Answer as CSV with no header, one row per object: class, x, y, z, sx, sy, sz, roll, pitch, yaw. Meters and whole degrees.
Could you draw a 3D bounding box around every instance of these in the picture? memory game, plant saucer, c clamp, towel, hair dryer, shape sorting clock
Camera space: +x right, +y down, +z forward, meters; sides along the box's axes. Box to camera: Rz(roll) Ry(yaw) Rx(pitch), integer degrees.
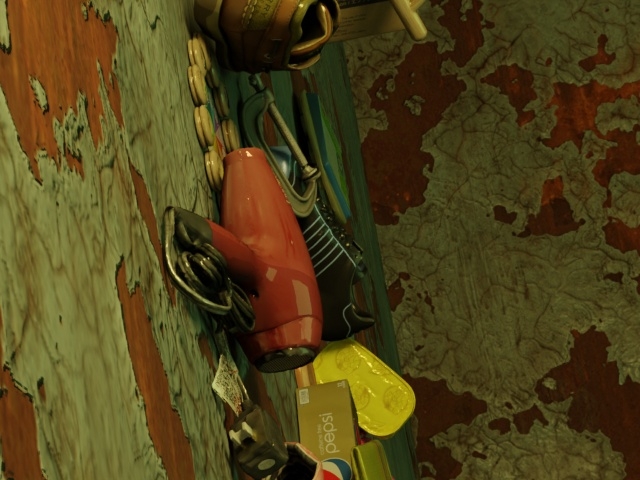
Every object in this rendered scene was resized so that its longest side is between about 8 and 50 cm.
memory game,-0.092,-0.097,1.416,0.186,0.012,0.186,-12,90,-85
plant saucer,-0.015,0.150,1.697,0.083,0.013,0.083,-12,90,-85
c clamp,-0.040,-0.106,1.671,0.160,0.022,0.137,63,24,-12
towel,0.054,0.252,1.567,0.237,0.021,0.102,38,35,-81
hair dryer,-0.052,0.019,1.230,0.293,0.080,0.223,-93,170,-58
shape sorting clock,0.002,-0.121,2.293,0.206,0.040,0.206,-14,90,-82

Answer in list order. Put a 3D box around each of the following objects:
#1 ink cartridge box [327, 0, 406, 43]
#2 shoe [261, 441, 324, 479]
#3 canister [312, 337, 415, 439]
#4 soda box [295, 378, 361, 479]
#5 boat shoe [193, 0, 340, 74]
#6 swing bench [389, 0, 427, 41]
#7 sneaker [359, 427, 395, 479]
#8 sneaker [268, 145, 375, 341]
ink cartridge box,-0.002,-0.342,1.903,0.088,0.193,0.234,74,7,-45
shoe,-0.016,0.240,1.267,0.178,0.063,0.081,-103,177,-62
canister,0.054,0.175,1.853,0.126,0.073,0.170,39,-2,8
soda box,0.014,0.233,1.587,0.061,0.058,0.181,74,8,-46
boat shoe,-0.039,-0.203,1.506,0.307,0.104,0.110,-14,125,-81
swing bench,0.061,-0.386,1.643,0.255,0.165,0.253,38,22,-19
sneaker,0.039,0.278,1.785,0.170,0.075,0.063,58,18,15
sneaker,0.000,0.000,1.752,0.081,0.090,0.232,-79,157,-75
